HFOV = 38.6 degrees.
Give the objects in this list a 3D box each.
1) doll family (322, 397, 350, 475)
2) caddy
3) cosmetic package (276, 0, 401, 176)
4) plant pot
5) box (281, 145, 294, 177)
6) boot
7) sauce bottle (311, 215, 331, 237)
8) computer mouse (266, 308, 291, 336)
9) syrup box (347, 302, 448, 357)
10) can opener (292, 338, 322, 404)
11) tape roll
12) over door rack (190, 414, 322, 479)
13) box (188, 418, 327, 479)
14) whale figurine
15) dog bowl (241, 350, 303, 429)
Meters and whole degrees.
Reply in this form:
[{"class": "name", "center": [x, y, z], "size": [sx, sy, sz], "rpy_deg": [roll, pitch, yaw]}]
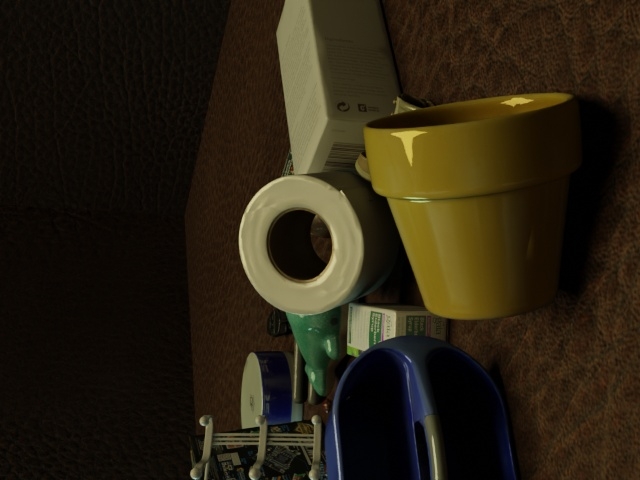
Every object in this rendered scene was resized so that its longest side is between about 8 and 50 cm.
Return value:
[{"class": "doll family", "center": [0.050, 0.363, 1.708], "size": [0.076, 0.111, 0.193], "rpy_deg": [151, 121, -71]}, {"class": "caddy", "center": [0.131, 0.298, 1.214], "size": [0.179, 0.241, 0.341], "rpy_deg": [113, 154, -61]}, {"class": "cosmetic package", "center": [0.029, -0.329, 1.820], "size": [0.230, 0.162, 0.453], "rpy_deg": [115, 152, -52]}, {"class": "plant pot", "center": [0.190, -0.041, 1.103], "size": [0.254, 0.254, 0.239], "rpy_deg": [-147, 47, -72]}, {"class": "box", "center": [-0.024, -0.214, 2.004], "size": [0.233, 0.044, 0.159], "rpy_deg": [-63, -5, -55]}, {"class": "boot", "center": [0.134, -0.171, 1.574], "size": [0.213, 0.077, 0.165], "rpy_deg": [-142, 55, -60]}, {"class": "sauce bottle", "center": [0.006, -0.060, 1.948], "size": [0.344, 0.111, 0.111], "rpy_deg": [-153, 68, -71]}, {"class": "computer mouse", "center": [-0.081, 0.206, 2.346], "size": [0.242, 0.041, 0.071], "rpy_deg": [154, 119, -64]}, {"class": "syrup box", "center": [0.124, 0.156, 1.522], "size": [0.237, 0.096, 0.093], "rpy_deg": [179, 93, -75]}, {"class": "can opener", "center": [-0.017, 0.231, 2.077], "size": [0.093, 0.074, 0.280], "rpy_deg": [20, -107, -71]}, {"class": "tape roll", "center": [0.000, 0.000, 1.632], "size": [0.169, 0.246, 0.246], "rpy_deg": [-12, -70, -64]}, {"class": "over door rack", "center": [-0.115, 0.480, 1.683], "size": [0.108, 0.240, 0.324], "rpy_deg": [74, -163, -69]}, {"class": "box", "center": [-0.111, 0.486, 1.910], "size": [0.295, 0.293, 0.073], "rpy_deg": [-131, 38, -66]}, {"class": "whale figurine", "center": [-0.010, 0.186, 1.895], "size": [0.216, 0.141, 0.272], "rpy_deg": [-120, 36, -61]}, {"class": "dog bowl", "center": [-0.127, 0.413, 2.326], "size": [0.265, 0.104, 0.264], "rpy_deg": [-177, 90, -74]}]
